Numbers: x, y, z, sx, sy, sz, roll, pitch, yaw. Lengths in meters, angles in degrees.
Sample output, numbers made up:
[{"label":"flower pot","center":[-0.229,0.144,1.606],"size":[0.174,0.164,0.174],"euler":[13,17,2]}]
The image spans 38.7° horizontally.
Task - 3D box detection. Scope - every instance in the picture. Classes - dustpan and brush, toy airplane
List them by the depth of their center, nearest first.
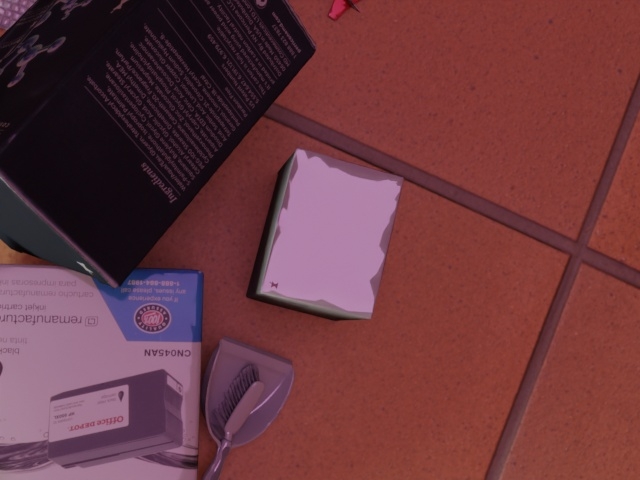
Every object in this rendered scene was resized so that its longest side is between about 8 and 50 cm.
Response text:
[{"label":"dustpan and brush","center":[-0.122,0.251,1.246],"size":[0.147,0.060,0.211],"euler":[27,95,-41]},{"label":"toy airplane","center":[0.011,-0.398,1.364],"size":[0.151,0.028,0.151],"euler":[1,86,-9]}]

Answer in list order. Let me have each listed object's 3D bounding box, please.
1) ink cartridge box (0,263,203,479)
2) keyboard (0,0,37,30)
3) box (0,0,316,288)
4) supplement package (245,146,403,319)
[{"label":"ink cartridge box","center":[-0.300,0.233,1.178],"size":[0.285,0.166,0.395],"euler":[2,85,-10]},{"label":"keyboard","center":[-0.346,-0.301,1.298],"size":[0.256,0.014,0.072],"euler":[19,82,-8]},{"label":"box","center":[-0.255,-0.177,1.103],"size":[0.395,0.293,0.212],"euler":[-54,128,-21]},{"label":"supplement package","center":[0.000,0.000,1.236],"size":[0.149,0.203,0.194],"euler":[15,83,-8]}]
